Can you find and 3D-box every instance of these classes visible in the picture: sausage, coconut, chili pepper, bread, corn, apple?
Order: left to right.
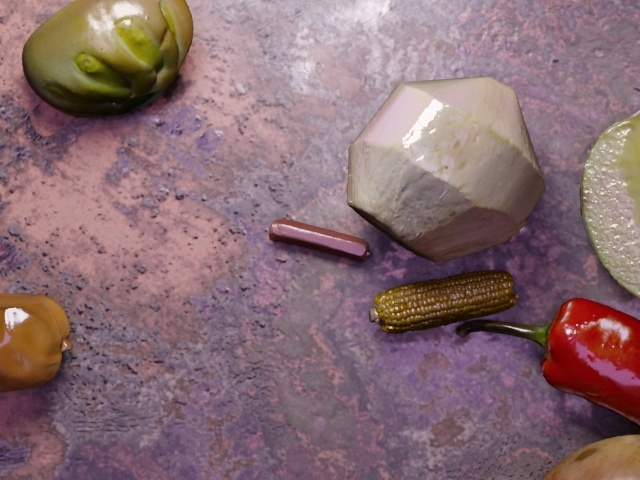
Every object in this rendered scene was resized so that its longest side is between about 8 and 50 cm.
[{"bbox_3d":[-0.462,0.138,1.614,0.241,0.120,0.136,-4,99,4],"label":"sausage"},{"bbox_3d":[-0.305,-0.248,1.591,0.260,0.156,0.158,-27,88,40],"label":"bread"},{"bbox_3d":[0.000,0.000,1.630,0.147,0.035,0.030,14,121,2],"label":"sausage"},{"bbox_3d":[0.167,0.083,1.600,0.207,0.068,0.068,-11,88,4],"label":"corn"},{"bbox_3d":[0.164,-0.102,1.525,0.259,0.259,0.259,0,88,4],"label":"coconut"},{"bbox_3d":[0.361,0.147,1.555,0.338,0.131,0.135,30,81,6],"label":"chili pepper"},{"bbox_3d":[0.447,-0.047,1.563,0.193,0.120,0.265,-19,85,15],"label":"apple"}]

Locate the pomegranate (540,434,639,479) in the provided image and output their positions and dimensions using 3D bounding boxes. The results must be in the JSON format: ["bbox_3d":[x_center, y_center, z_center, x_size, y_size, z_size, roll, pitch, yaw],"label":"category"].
[{"bbox_3d":[0.383,0.414,1.445,0.338,0.338,0.338,0,88,4],"label":"pomegranate"}]
